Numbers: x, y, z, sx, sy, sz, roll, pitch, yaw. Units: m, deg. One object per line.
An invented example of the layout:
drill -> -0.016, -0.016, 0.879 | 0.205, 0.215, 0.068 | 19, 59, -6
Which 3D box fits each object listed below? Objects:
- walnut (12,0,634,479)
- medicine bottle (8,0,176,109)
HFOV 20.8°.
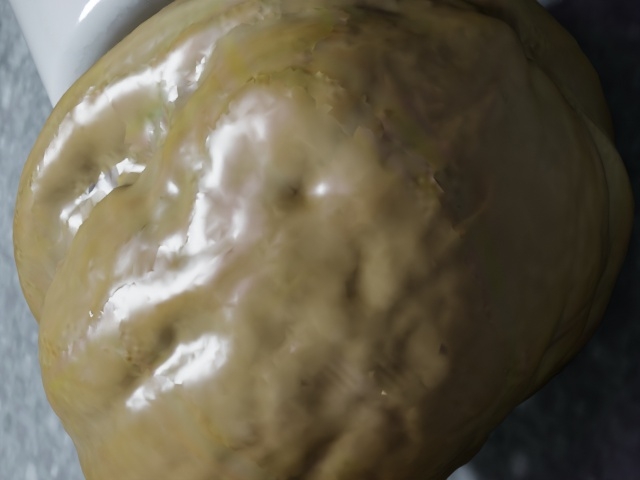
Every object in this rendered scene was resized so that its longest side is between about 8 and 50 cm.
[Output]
walnut -> 0.000, 0.000, 0.438 | 0.166, 0.149, 0.166 | -51, 22, 31
medicine bottle -> -0.062, -0.121, 0.542 | 0.103, 0.103, 0.187 | -50, 52, 34
